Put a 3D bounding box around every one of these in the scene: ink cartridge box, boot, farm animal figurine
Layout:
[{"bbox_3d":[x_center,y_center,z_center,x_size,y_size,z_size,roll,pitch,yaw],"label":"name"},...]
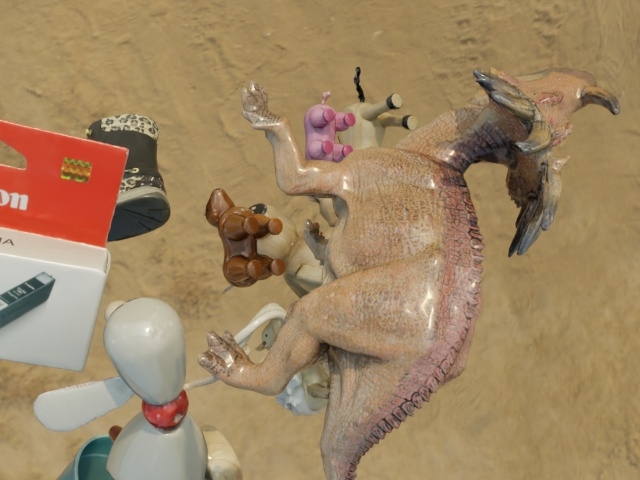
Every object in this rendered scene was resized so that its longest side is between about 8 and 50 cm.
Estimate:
[{"bbox_3d":[-0.344,-0.002,0.881,0.275,0.060,0.239,12,117,-15],"label":"ink cartridge box"},{"bbox_3d":[-0.319,-0.074,1.209,0.236,0.179,0.085,-12,139,2],"label":"boot"},{"bbox_3d":[0.000,0.000,1.112,0.172,0.330,0.327,-4,118,52],"label":"farm animal figurine"}]

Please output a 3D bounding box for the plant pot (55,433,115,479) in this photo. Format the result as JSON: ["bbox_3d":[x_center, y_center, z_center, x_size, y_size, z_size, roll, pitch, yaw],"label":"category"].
[{"bbox_3d":[-0.361,0.498,1.442,0.272,0.271,0.255,46,103,0],"label":"plant pot"}]

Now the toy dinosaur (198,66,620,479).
[{"bbox_3d":[0.054,0.012,0.511,0.200,0.127,0.296,2,73,29],"label":"toy dinosaur"}]

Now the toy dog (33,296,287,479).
[{"bbox_3d":[-0.183,0.174,0.935,0.161,0.220,0.334,35,120,34],"label":"toy dog"}]
